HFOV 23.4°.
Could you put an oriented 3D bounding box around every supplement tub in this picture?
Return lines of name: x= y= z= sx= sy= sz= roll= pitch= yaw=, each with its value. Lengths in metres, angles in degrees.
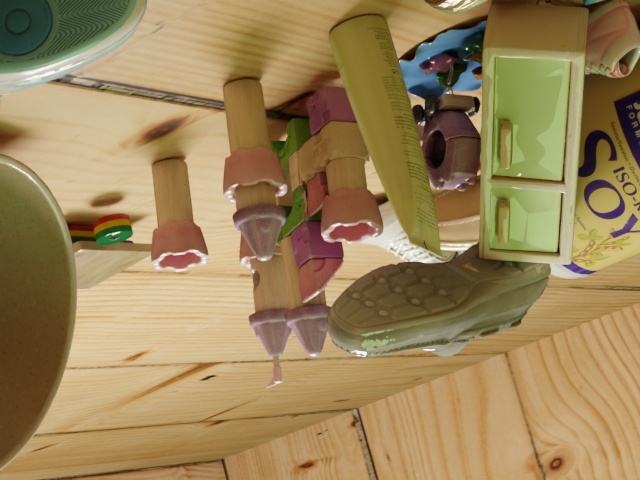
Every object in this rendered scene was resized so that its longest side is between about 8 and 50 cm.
supplement tub: x=0.376 y=-0.115 z=1.770 sx=0.331 sy=0.241 sz=0.241 roll=-25 pitch=163 yaw=34

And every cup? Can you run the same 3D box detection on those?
cup: x=-0.437 y=0.068 z=1.557 sx=0.237 sy=0.331 sz=0.331 roll=6 pitch=176 yaw=26

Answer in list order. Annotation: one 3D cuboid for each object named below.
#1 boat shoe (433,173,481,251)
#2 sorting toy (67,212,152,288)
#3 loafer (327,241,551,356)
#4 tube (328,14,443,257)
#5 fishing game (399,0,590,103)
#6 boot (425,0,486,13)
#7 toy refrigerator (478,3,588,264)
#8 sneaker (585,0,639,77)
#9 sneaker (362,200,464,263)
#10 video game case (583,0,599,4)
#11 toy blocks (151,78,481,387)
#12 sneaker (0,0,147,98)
boat shoe: x=0.284 y=-0.088 z=2.086 sx=0.341 sy=0.122 sz=0.110 roll=-20 pitch=129 yaw=8
sorting toy: x=-0.309 y=0.021 z=1.958 sx=0.274 sy=0.046 sz=0.132 roll=-27 pitch=162 yaw=35
loafer: x=0.130 y=0.079 z=1.662 sx=0.319 sy=0.112 sz=0.111 roll=-13 pitch=126 yaw=-41
tube: x=0.067 y=-0.100 z=1.494 sx=0.070 sy=0.240 sz=0.062 roll=-9 pitch=162 yaw=-28
fishing game: x=0.171 y=-0.189 z=1.682 sx=0.264 sy=0.041 sz=0.189 roll=-22 pitch=162 yaw=26
boot: x=0.099 y=-0.258 z=1.256 sx=0.165 sy=0.077 sz=0.213 roll=-7 pitch=159 yaw=-34
toy refrigerator: x=0.219 y=-0.104 z=1.605 sx=0.102 sy=0.094 sz=0.269 roll=4 pitch=130 yaw=9
sneaker: x=0.285 y=-0.191 z=1.645 sx=0.134 sy=0.070 sz=0.051 roll=-36 pitch=159 yaw=31
sneaker: x=0.141 y=0.000 z=2.221 sx=0.232 sy=0.115 sz=0.090 roll=-2 pitch=161 yaw=-43
video game case: x=0.347 y=-0.284 z=1.544 sx=0.166 sy=0.015 sz=0.119 roll=-15 pitch=166 yaw=1
toy blocks: x=0.000 y=0.000 z=1.696 sx=0.309 sy=0.260 sz=0.288 roll=1 pitch=160 yaw=-26
sneaker: x=-0.265 y=-0.145 z=1.212 sx=0.319 sy=0.127 sz=0.208 roll=-8 pitch=166 yaw=11
